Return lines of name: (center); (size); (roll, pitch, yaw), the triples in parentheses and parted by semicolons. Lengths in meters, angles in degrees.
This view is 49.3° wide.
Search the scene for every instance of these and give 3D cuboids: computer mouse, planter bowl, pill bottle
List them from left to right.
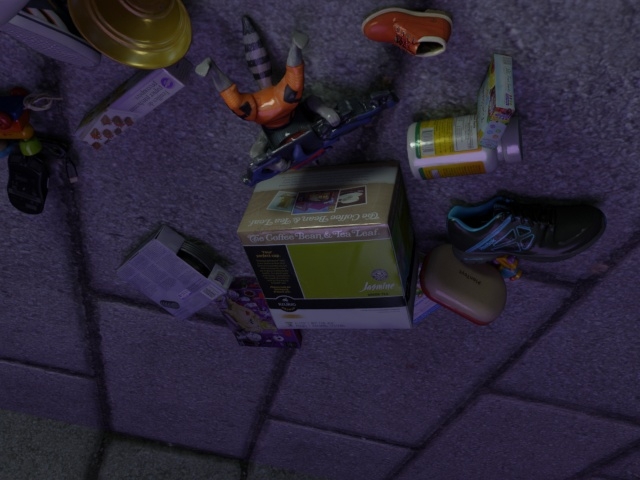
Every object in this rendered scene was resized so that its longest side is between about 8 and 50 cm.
computer mouse: (-0.666, -0.162, 1.683); (0.184, 0.060, 0.262); (15, 133, 1)
planter bowl: (-0.319, -0.412, 1.218); (0.217, 0.090, 0.217); (7, 145, 5)
pill bottle: (0.282, -0.185, 1.360); (0.208, 0.117, 0.117); (-5, 142, 20)

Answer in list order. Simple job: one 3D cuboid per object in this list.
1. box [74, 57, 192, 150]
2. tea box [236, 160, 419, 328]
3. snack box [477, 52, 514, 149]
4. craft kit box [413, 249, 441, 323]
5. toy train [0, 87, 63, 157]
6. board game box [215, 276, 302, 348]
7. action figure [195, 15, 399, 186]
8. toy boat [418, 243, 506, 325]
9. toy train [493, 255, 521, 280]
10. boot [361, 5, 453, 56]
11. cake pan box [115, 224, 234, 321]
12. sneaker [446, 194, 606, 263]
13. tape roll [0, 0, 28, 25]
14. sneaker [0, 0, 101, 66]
box: (-0.390, -0.285, 1.435); (0.324, 0.067, 0.063); (-23, 133, 38)
tea box: (0.033, 0.018, 1.575); (0.329, 0.220, 0.323); (-2, 133, 17)
snack box: (0.310, -0.248, 1.244); (0.037, 0.141, 0.100); (10, 144, -1)
craft kit box: (0.217, 0.114, 1.845); (0.246, 0.061, 0.250); (21, 143, -19)
toy train: (-0.643, -0.244, 1.508); (0.248, 0.105, 0.143); (1, 138, 12)
board game box: (-0.190, 0.223, 2.106); (0.208, 0.056, 0.347); (-3, 142, 11)
action figure: (-0.038, -0.271, 1.339); (0.341, 0.178, 0.330); (-25, 146, 1)
toy boat: (0.333, 0.119, 1.701); (0.231, 0.151, 0.151); (28, 152, -9)
toy train: (0.428, 0.041, 1.703); (0.125, 0.046, 0.166); (14, 161, 36)
boot: (0.144, -0.352, 1.193); (0.158, 0.084, 0.059); (3, 146, 13)
cake pan box: (-0.404, 0.094, 1.926); (0.246, 0.070, 0.267); (37, 137, -19)
sneaker: (0.443, -0.030, 1.530); (0.341, 0.125, 0.139); (-10, 135, 23)
tape roll: (-0.532, -0.449, 0.992); (0.100, 0.286, 0.286); (-22, 134, 38)
sneaker: (-0.515, -0.418, 1.238); (0.126, 0.127, 0.321); (8, 173, 33)
